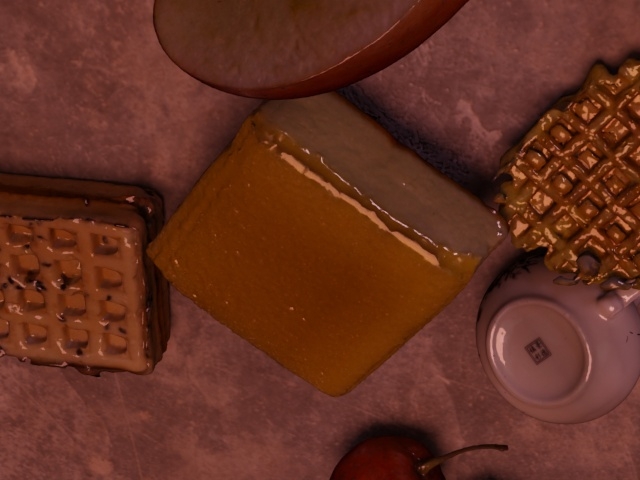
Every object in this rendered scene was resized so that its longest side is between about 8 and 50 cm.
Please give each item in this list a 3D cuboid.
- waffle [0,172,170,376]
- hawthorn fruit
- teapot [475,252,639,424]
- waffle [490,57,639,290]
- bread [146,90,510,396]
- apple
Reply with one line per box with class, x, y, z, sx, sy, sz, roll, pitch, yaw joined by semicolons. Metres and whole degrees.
waffle;-0.389;0.033;1.799;0.376;0.114;0.261;8;128;9
hawthorn fruit;0.127;0.316;1.856;0.165;0.165;0.285;35;127;-12
teapot;0.307;0.108;1.667;0.299;0.166;0.208;-36;71;26
waffle;0.331;-0.074;1.532;0.280;0.060;0.262;4;107;23
bread;0.000;0.000;1.635;0.323;0.143;0.333;38;134;-7
apple;-0.004;-0.321;1.297;0.365;0.295;0.329;-18;121;19
